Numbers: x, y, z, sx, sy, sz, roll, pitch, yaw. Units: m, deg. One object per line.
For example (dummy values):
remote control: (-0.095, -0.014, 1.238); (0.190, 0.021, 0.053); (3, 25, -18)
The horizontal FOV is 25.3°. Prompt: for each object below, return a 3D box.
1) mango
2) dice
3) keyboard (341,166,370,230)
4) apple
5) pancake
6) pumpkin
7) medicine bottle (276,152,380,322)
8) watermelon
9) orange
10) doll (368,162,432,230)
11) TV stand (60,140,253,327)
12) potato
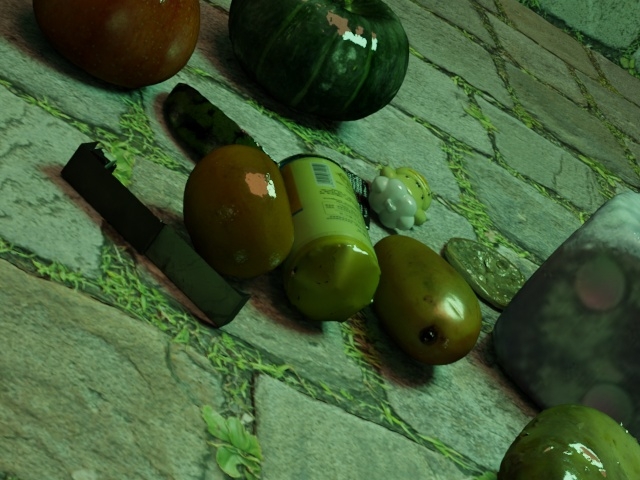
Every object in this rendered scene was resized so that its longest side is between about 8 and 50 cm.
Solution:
mango: (0.128, 0.073, 1.805); (0.138, 0.113, 0.253); (22, 20, -24)
dice: (0.419, 0.115, 1.938); (0.270, 0.271, 0.270); (44, 24, 12)
keyboard: (0.050, -0.062, 2.066); (0.053, 0.010, 0.155); (32, 23, -16)
apple: (-0.258, -0.310, 1.874); (0.210, 0.173, 0.235); (44, 23, 14)
pancake: (0.249, 0.049, 2.127); (0.158, 0.028, 0.158); (28, 26, -15)
pumpkin: (-0.003, -0.322, 2.220); (0.300, 0.207, 0.300); (22, 27, -12)
medicine bottle: (0.000, 0.000, 1.740); (0.124, 0.124, 0.239); (27, 25, -24)
watermelon: (-0.127, -0.131, 1.892); (0.245, 0.063, 0.119); (40, 4, 17)
orange: (-0.096, -0.033, 1.638); (0.124, 0.156, 0.156); (-15, 40, -6)
doll: (0.121, -0.065, 2.102); (0.106, 0.062, 0.162); (52, 23, 0)
TV stand: (-0.182, -0.009, 1.586); (0.256, 0.049, 0.040); (43, 23, 13)
potato: (0.281, 0.288, 1.591); (0.191, 0.141, 0.296); (58, 25, 4)
